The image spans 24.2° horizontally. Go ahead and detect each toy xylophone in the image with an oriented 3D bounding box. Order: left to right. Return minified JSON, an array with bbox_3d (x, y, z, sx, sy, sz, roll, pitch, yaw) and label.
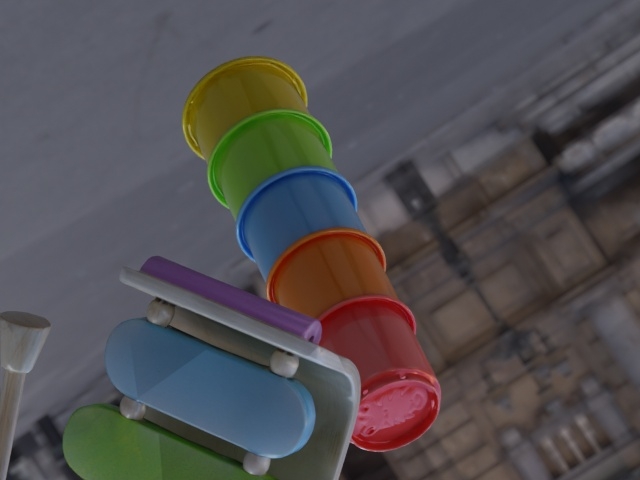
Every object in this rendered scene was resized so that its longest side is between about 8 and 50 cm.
[{"bbox_3d":[-0.101,0.164,0.766,0.236,0.323,0.081,12,-173,23],"label":"toy xylophone"}]

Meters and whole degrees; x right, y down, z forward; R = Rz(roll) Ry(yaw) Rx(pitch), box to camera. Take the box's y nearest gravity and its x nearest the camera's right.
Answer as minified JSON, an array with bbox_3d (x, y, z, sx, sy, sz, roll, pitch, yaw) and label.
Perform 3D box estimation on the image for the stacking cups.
[{"bbox_3d":[0.000,0.000,0.959,0.096,0.316,0.096,-14,132,-16],"label":"stacking cups"}]
